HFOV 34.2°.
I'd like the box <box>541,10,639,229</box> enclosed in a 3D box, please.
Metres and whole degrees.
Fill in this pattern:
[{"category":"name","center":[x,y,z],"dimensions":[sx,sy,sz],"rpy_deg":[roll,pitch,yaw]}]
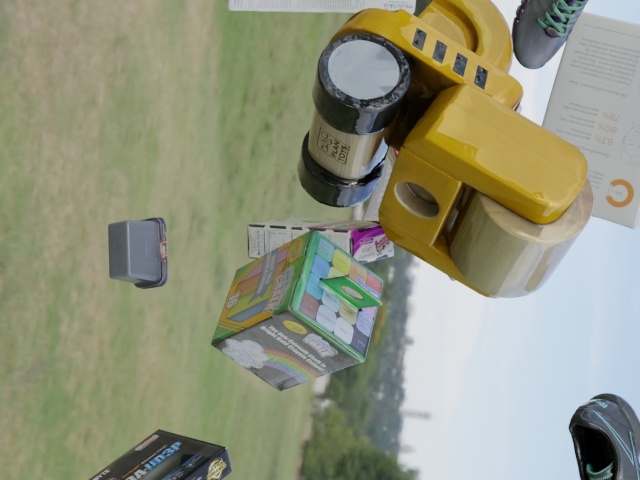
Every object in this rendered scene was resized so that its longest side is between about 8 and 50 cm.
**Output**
[{"category":"box","center":[0.532,-0.219,1.890],"dimensions":[0.168,0.215,0.345],"rpy_deg":[-11,118,-64]}]

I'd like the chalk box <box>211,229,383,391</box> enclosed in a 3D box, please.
[{"category":"chalk box","center":[-0.013,0.085,1.329],"dimensions":[0.213,0.132,0.132],"rpy_deg":[-27,-145,41]}]

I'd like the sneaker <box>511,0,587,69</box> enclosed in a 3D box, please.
[{"category":"sneaker","center":[0.325,-0.327,1.401],"dimensions":[0.098,0.083,0.223],"rpy_deg":[-82,-166,-64]}]

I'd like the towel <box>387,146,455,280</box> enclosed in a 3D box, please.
[{"category":"towel","center":[0.181,-0.072,1.857],"dimensions":[0.237,0.037,0.329],"rpy_deg":[65,3,21]}]

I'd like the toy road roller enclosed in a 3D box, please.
[{"category":"toy road roller","center":[0.148,-0.122,1.092],"dimensions":[0.240,0.329,0.202],"rpy_deg":[-51,168,-26]}]

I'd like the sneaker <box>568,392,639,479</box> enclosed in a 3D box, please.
[{"category":"sneaker","center":[0.381,0.334,1.338],"dimensions":[0.106,0.101,0.267],"rpy_deg":[0,68,-52]}]

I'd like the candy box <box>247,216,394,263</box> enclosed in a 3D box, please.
[{"category":"candy box","center":[0.000,0.000,1.958],"dimensions":[0.159,0.233,0.071],"rpy_deg":[-11,103,-55]}]

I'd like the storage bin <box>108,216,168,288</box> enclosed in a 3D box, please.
[{"category":"storage bin","center":[-0.345,0.021,1.963],"dimensions":[0.091,0.098,0.135],"rpy_deg":[7,77,-55]}]

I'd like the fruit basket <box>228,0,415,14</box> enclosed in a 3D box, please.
[{"category":"fruit basket","center":[0.015,-0.574,1.919],"dimensions":[0.165,0.353,0.327],"rpy_deg":[17,77,-71]}]

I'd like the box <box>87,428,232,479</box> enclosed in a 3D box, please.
[{"category":"box","center":[-0.283,0.405,1.741],"dimensions":[0.220,0.175,0.051],"rpy_deg":[-32,118,-45]}]

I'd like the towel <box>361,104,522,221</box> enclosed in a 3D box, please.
[{"category":"towel","center":[0.265,-0.163,2.294],"dimensions":[0.053,0.317,0.332],"rpy_deg":[49,50,-39]}]
